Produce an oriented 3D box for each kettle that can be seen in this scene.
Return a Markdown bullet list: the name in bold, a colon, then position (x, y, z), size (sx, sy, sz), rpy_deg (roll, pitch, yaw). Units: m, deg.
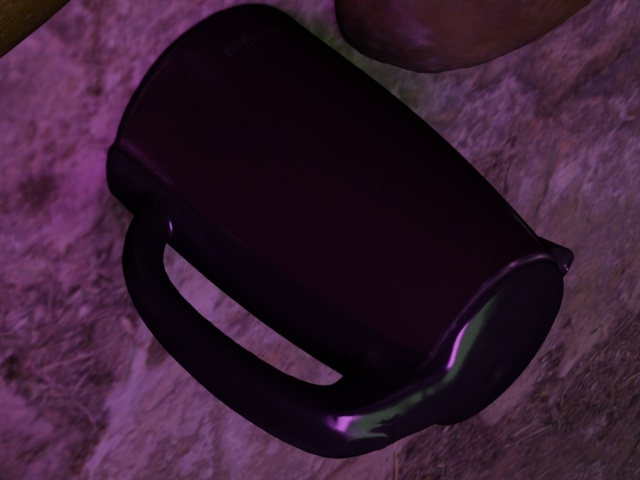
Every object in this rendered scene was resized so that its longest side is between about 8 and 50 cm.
- **kettle**: position (0.000, 0.000, 0.741), size (0.202, 0.232, 0.144), rpy_deg (-26, 141, -36)

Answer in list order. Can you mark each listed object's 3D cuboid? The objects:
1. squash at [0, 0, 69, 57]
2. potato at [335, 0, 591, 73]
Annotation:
- **squash**: position (-0.153, -0.105, 0.570), size (0.331, 0.087, 0.087), rpy_deg (-42, 149, -18)
- **potato**: position (0.127, -0.191, 0.832), size (0.255, 0.112, 0.269), rpy_deg (-51, 148, 2)
